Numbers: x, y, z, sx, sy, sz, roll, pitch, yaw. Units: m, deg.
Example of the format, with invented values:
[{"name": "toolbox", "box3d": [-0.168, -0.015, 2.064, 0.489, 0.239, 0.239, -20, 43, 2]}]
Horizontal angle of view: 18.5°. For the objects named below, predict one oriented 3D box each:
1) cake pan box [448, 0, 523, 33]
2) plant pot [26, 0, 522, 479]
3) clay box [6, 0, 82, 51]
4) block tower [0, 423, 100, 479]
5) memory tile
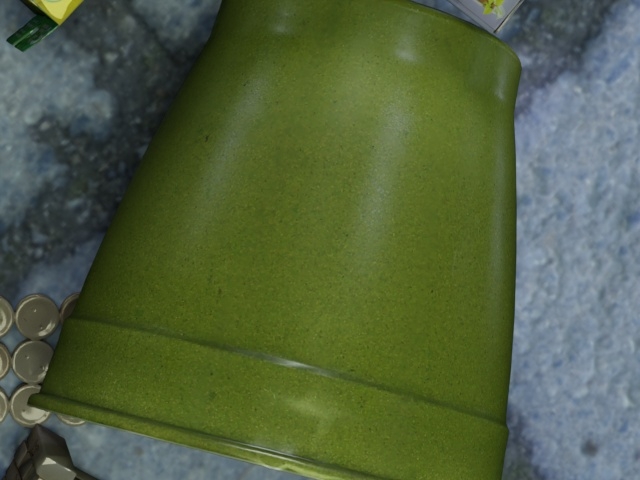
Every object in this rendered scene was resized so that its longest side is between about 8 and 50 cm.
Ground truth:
[{"name": "cake pan box", "box3d": [0.030, -0.272, 1.469, 0.246, 0.267, 0.070, 38, 99, -17]}, {"name": "plant pot", "box3d": [0.000, 0.000, 1.493, 0.366, 0.366, 0.353, 16, 83, -18]}, {"name": "clay box", "box3d": [-0.170, -0.240, 1.489, 0.222, 0.127, 0.053, -46, 108, -4]}, {"name": "block tower", "box3d": [-0.277, 0.319, 1.574, 0.097, 0.091, 0.335, 32, 93, -20]}, {"name": "memory tile", "box3d": [-0.215, 0.098, 1.599, 0.148, 0.012, 0.113, 1, 100, -16]}]
